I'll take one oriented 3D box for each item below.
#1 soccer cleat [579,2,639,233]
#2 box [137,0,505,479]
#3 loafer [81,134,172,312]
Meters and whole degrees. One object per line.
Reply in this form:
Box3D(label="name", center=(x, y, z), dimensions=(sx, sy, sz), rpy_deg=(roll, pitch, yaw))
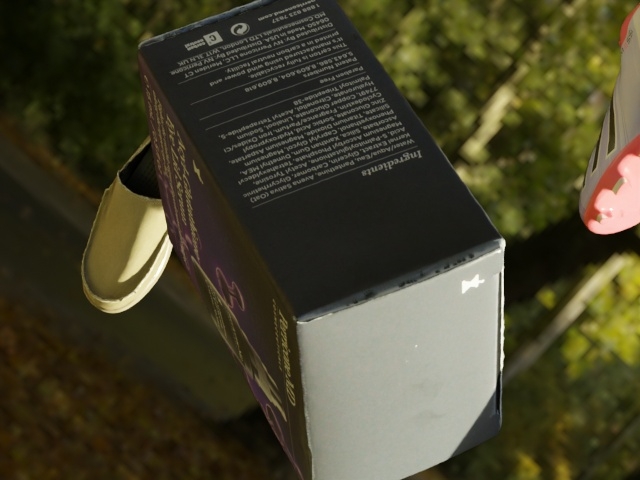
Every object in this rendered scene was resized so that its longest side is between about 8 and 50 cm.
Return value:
Box3D(label="soccer cleat", center=(0.246, -0.110, 1.422), dimensions=(0.248, 0.083, 0.095), rpy_deg=(109, -33, -43))
Box3D(label="box", center=(0.000, 0.000, 0.968), dimensions=(0.153, 0.108, 0.207), rpy_deg=(85, -20, -48))
Box3D(label="loafer", center=(-0.117, -0.023, 1.250), dimensions=(0.056, 0.148, 0.050), rpy_deg=(26, 3, 16))
